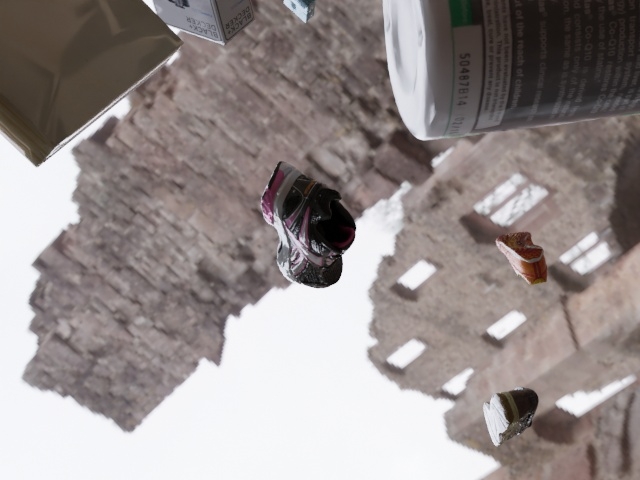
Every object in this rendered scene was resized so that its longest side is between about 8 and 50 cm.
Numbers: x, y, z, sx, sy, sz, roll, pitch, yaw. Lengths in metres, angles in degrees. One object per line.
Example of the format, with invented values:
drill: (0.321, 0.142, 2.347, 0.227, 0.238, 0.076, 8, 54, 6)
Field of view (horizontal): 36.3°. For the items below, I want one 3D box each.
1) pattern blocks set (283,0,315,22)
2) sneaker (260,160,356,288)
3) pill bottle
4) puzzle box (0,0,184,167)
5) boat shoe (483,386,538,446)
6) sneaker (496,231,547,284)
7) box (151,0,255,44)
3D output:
pattern blocks set: (-0.128, -0.438, 1.308, 0.325, 0.026, 0.285, 40, 163, 18)
sneaker: (0.000, 0.000, 0.958, 0.077, 0.072, 0.178, 21, 159, 25)
pill bottle: (0.252, -0.215, 0.926, 0.361, 0.204, 0.204, -7, -131, -5)
puzzle box: (-0.370, -0.298, 1.070, 0.409, 0.052, 0.272, 46, -138, -8)
boat shoe: (0.222, 0.204, 1.132, 0.152, 0.049, 0.056, 85, 169, -74)
sneaker: (0.333, 0.028, 1.630, 0.175, 0.064, 0.067, -90, -11, -72)
box: (-0.223, -0.484, 1.634, 0.169, 0.290, 0.087, 24, -123, 28)
